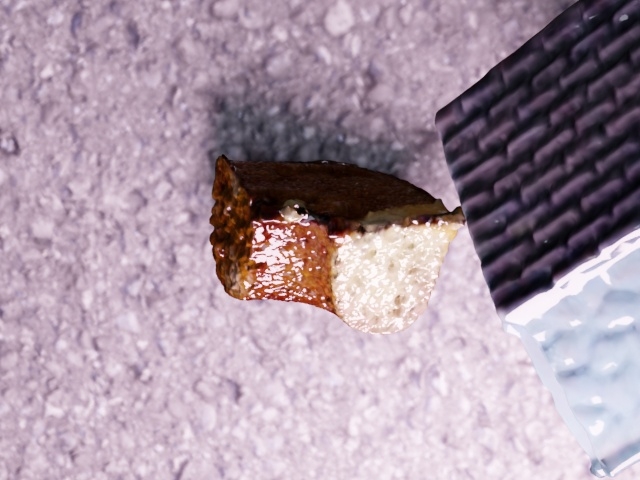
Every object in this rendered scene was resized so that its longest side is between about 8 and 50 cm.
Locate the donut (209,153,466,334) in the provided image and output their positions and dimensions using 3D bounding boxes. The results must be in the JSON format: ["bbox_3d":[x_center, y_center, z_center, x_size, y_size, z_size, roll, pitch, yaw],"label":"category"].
[{"bbox_3d":[0.009,-0.001,1.522,0.187,0.144,0.126,4,113,-16],"label":"donut"}]

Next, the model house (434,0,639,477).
[{"bbox_3d":[0.267,-0.057,1.345,0.360,0.297,0.339,-37,83,31],"label":"model house"}]
